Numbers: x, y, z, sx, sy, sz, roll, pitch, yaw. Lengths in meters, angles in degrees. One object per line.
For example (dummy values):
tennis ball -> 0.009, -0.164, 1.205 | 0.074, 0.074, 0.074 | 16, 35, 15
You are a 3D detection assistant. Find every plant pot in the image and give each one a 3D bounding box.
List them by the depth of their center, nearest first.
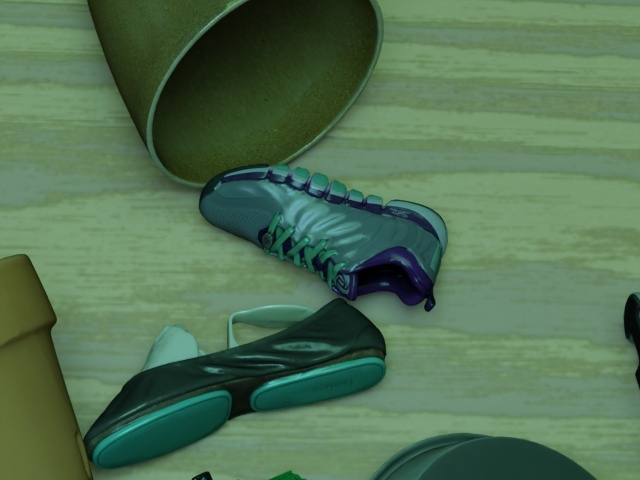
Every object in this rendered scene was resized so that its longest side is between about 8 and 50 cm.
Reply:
plant pot -> -0.307, 0.166, 1.396 | 0.291, 0.291, 0.203 | -29, 88, -16
plant pot -> -0.112, -0.216, 1.610 | 0.237, 0.237, 0.254 | -29, 58, -16

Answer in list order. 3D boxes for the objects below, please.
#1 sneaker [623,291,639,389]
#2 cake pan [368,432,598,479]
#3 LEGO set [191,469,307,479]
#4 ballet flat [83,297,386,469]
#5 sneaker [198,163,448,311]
sneaker -> 0.370, 0.184, 1.519 | 0.146, 0.122, 0.330 | -9, 68, -7
cake pan -> 0.154, 0.285, 1.434 | 0.293, 0.054, 0.293 | 14, 59, -24
LEGO set -> -0.080, 0.355, 1.395 | 0.255, 0.192, 0.331 | -29, 89, -50
ballet flat -> -0.081, 0.114, 1.533 | 0.280, 0.095, 0.096 | -14, 59, -22
sneaker -> 0.000, 0.000, 1.573 | 0.223, 0.083, 0.098 | 10, 46, -1
